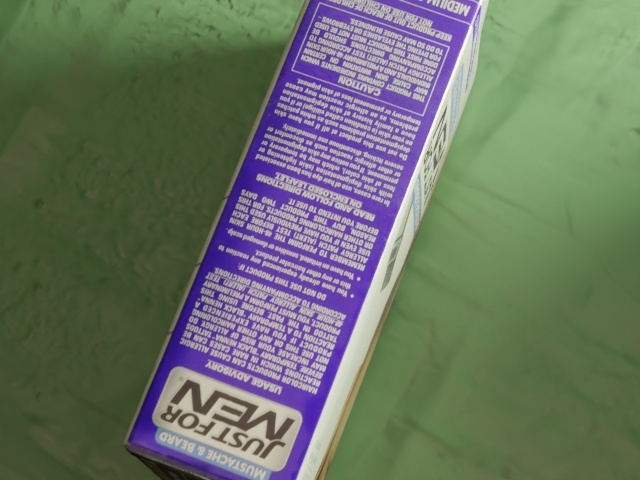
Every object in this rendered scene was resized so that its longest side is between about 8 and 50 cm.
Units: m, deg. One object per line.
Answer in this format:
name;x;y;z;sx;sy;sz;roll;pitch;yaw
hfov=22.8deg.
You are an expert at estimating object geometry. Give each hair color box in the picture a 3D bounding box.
hair color box;0.000;0.000;0.976;0.110;0.185;0.339;21;77;7
